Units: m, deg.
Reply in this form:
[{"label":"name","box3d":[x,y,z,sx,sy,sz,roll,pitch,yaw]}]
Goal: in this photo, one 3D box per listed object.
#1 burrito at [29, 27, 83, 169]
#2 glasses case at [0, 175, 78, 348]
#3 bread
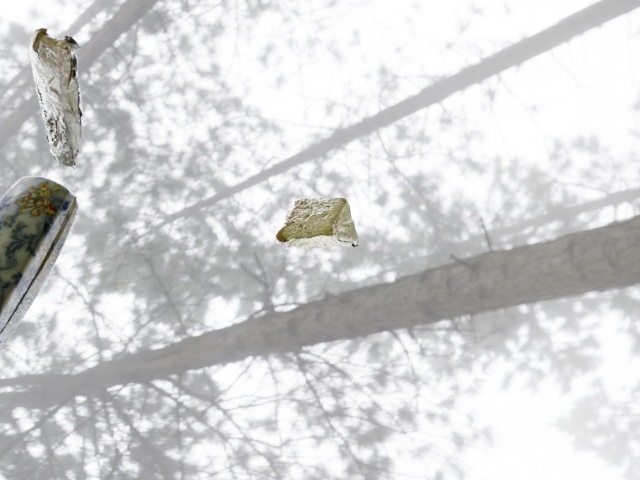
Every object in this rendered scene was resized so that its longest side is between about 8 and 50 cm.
[{"label":"burrito","box3d":[-0.271,-0.146,0.919,0.051,0.171,0.042,34,-123,19]},{"label":"glasses case","box3d":[-0.352,0.040,0.965,0.065,0.086,0.248,77,-147,-60]},{"label":"bread","box3d":[0.000,0.000,1.106,0.109,0.084,0.080,-64,-35,-57]}]
